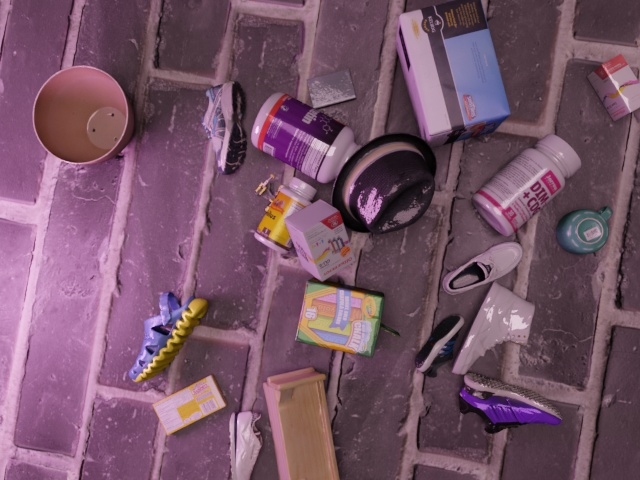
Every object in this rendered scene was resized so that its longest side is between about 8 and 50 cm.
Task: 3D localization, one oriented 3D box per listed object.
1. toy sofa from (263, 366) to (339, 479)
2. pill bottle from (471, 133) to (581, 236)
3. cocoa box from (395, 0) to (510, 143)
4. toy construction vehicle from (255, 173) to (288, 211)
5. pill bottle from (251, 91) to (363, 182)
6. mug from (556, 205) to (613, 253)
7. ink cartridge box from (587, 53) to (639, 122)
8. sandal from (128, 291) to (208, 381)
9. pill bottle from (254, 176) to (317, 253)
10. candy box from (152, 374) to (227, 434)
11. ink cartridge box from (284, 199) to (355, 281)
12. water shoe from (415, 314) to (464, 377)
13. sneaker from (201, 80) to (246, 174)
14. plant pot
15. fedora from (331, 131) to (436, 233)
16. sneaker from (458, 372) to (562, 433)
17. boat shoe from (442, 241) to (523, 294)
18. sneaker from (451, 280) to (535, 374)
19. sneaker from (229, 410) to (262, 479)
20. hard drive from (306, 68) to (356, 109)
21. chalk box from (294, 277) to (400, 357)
[{"bbox_3d":[-0.052,0.568,1.781,0.150,0.177,0.363,-9,87,-20],"label":"toy sofa"},{"bbox_3d":[0.586,-0.160,1.725,0.283,0.160,0.160,-43,86,2],"label":"pill bottle"},{"bbox_3d":[0.367,-0.466,1.717,0.227,0.231,0.347,-14,87,4],"label":"cocoa box"},{"bbox_3d":[-0.153,-0.143,1.849,0.086,0.035,0.098,45,92,4],"label":"toy construction vehicle"},{"bbox_3d":[-0.028,-0.288,1.770,0.322,0.181,0.182,29,91,4],"label":"pill bottle"},{"bbox_3d":[0.761,-0.038,1.739,0.129,0.097,0.158,17,90,5],"label":"mug"},{"bbox_3d":[0.860,-0.417,1.733,0.067,0.115,0.198,-30,86,2],"label":"ink cartridge box"},{"bbox_3d":[-0.478,0.281,1.829,0.138,0.126,0.317,34,83,8],"label":"sandal"},{"bbox_3d":[-0.098,-0.076,1.802,0.117,0.117,0.215,30,91,5],"label":"pill bottle"},{"bbox_3d":[-0.400,0.503,1.855,0.205,0.027,0.105,-27,84,3],"label":"candy box"},{"bbox_3d":[0.000,0.000,1.738,0.128,0.127,0.176,-31,122,-16],"label":"ink cartridge box"},{"bbox_3d":[0.362,0.311,1.788,0.080,0.073,0.203,39,92,-22],"label":"water shoe"},{"bbox_3d":[-0.299,-0.338,1.848,0.122,0.110,0.283,0,86,22],"label":"sneaker"},{"bbox_3d":[-0.677,-0.357,1.821,0.283,0.191,0.284,0,88,5],"label":"plant pot"},{"bbox_3d":[0.200,-0.130,1.688,0.333,0.152,0.334,-11,127,-15],"label":"fedora"},{"bbox_3d":[0.538,0.496,1.750,0.293,0.102,0.146,18,97,8],"label":"sneaker"},{"bbox_3d":[0.479,0.086,1.765,0.258,0.084,0.095,-33,86,3],"label":"boat shoe"},{"bbox_3d":[0.508,0.284,1.747,0.169,0.108,0.293,28,90,8],"label":"sneaker"},{"bbox_3d":[-0.220,0.632,1.811,0.094,0.090,0.235,-2,90,-5],"label":"sneaker"},{"bbox_3d":[0.033,-0.461,1.849,0.135,0.022,0.094,-14,87,4],"label":"hard drive"},{"bbox_3d":[0.091,0.224,1.748,0.288,0.180,0.179,11,90,4],"label":"chalk box"}]
